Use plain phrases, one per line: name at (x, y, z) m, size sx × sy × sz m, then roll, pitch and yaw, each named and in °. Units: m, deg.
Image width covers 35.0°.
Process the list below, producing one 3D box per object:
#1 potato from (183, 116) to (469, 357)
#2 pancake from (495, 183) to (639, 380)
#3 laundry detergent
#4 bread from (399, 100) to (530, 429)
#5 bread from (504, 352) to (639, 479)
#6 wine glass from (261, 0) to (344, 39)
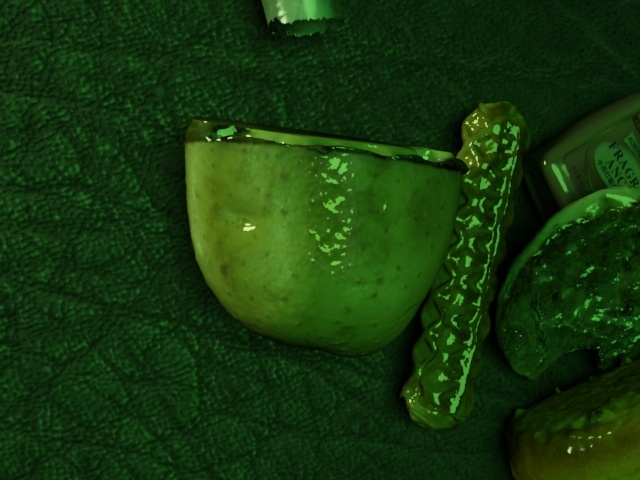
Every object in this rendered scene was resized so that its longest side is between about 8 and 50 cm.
potato at (0.000, 0.000, 0.996) m, size 0.285 × 0.242 × 0.242 m, roll 6°, pitch 87°, yaw -30°
pancake at (0.306, 0.052, 1.117) m, size 0.254 × 0.037 × 0.253 m, roll -8°, pitch 119°, yaw -14°
laundry detergent at (0.359, -0.076, 1.166) m, size 0.237 × 0.076 × 0.171 m, roll -29°, pitch 101°, yaw -16°
bread at (0.161, 0.025, 1.105) m, size 0.084 × 0.077 × 0.367 m, roll 14°, pitch 84°, yaw -14°
bread at (0.371, 0.224, 1.072) m, size 0.340 × 0.179 × 0.194 m, roll -24°, pitch 92°, yaw 0°
wine glass at (-0.034, -0.325, 1.044) m, size 0.103 × 0.103 × 0.222 m, roll -11°, pitch 90°, yaw -16°
